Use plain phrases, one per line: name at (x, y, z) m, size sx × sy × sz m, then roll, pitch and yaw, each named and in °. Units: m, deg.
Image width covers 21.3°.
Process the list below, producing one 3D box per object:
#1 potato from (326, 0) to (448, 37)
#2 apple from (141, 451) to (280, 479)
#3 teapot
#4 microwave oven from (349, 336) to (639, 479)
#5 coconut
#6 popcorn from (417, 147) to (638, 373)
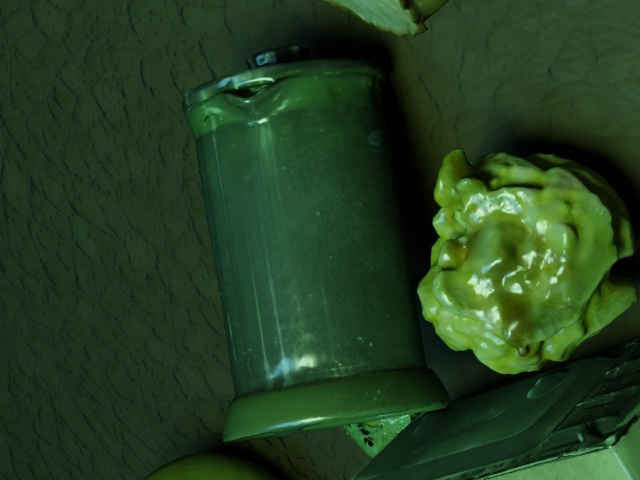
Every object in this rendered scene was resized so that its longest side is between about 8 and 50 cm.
potato at (-0.007, -0.388, 1.239) m, size 0.442 × 0.319 × 0.385 m, roll 41°, pitch 179°, yaw 2°
apple at (-0.119, 0.372, 1.881) m, size 0.262 × 0.262 × 0.262 m, roll 23°, pitch 131°, yaw 30°
teapot at (0.000, 0.000, 1.519) m, size 0.200 × 0.270 × 0.337 m, roll -12°, pitch 82°, yaw 21°
microwave oven at (0.243, 0.273, 1.478) m, size 0.394 × 0.247 × 0.333 m, roll -24°, pitch 98°, yaw 48°
coconut at (0.056, 0.171, 1.724) m, size 0.133 × 0.055 × 0.158 m, roll -13°, pitch 107°, yaw 45°
popcorn at (0.167, 0.013, 1.411) m, size 0.167 × 0.187 × 0.185 m, roll -143°, pitch 48°, yaw -61°
